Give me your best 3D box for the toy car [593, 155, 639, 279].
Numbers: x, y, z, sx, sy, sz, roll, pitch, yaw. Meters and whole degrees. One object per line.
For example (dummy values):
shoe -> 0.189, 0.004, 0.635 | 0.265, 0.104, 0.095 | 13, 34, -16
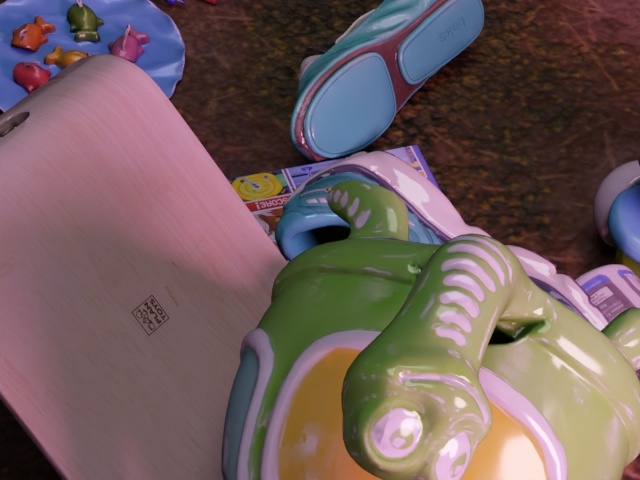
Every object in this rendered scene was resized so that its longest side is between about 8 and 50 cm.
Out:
toy car -> 0.281, -0.033, 1.268 | 0.182, 0.136, 0.159 | -43, 55, 6

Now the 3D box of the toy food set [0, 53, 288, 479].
toy food set -> -0.130, 0.058, 1.115 | 0.220, 0.092, 0.306 | -42, 100, -36

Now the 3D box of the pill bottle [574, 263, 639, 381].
pill bottle -> 0.224, 0.087, 1.211 | 0.078, 0.078, 0.137 | -20, 49, -22

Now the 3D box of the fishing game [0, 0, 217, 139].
fishing game -> -0.205, -0.164, 1.464 | 0.189, 0.041, 0.264 | 21, 47, 14

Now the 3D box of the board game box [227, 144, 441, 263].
board game box -> 0.000, 0.000, 1.314 | 0.201, 0.035, 0.136 | -10, 46, -14

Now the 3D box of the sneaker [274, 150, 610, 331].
sneaker -> 0.086, 0.051, 1.194 | 0.275, 0.107, 0.110 | 35, 39, 15

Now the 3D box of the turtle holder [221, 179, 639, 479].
turtle holder -> 0.067, 0.120, 0.986 | 0.243, 0.320, 0.227 | 34, 68, -18

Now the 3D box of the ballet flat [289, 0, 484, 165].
ballet flat -> 0.035, -0.138, 1.436 | 0.087, 0.083, 0.247 | 9, 39, 41
